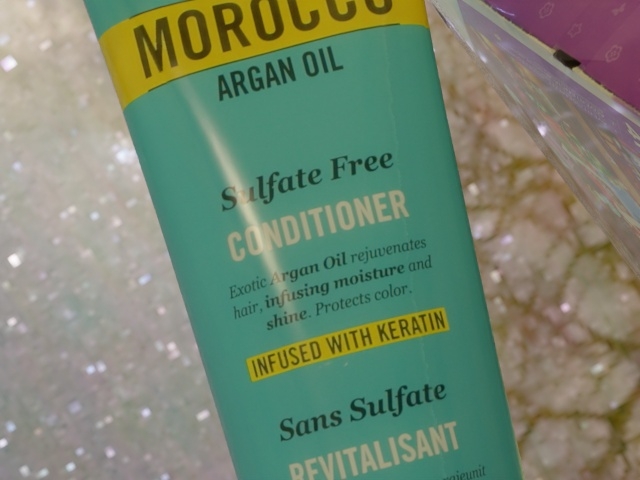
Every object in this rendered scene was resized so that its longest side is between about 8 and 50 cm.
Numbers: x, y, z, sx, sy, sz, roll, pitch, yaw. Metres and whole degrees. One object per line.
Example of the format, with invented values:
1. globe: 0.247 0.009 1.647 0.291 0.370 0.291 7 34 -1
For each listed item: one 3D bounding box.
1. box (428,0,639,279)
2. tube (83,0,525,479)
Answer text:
1. box: 0.149 0.034 0.409 0.293 0.057 0.201 48 -178 -32
2. tube: 0.000 0.000 0.337 0.052 0.080 0.207 108 147 -82
